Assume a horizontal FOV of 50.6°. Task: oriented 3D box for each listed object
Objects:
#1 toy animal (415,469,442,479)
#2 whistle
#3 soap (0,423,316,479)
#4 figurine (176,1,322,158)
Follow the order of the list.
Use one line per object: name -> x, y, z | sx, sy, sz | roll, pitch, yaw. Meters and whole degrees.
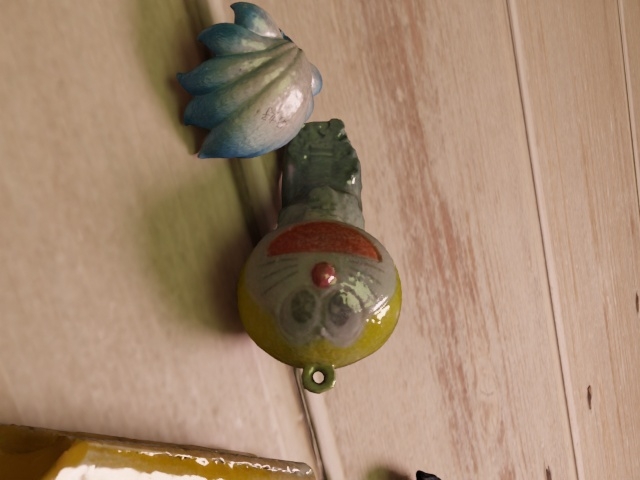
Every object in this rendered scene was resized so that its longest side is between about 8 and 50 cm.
toy animal -> 0.129, 0.334, 0.653 | 0.179, 0.116, 0.218 | 17, 70, -50
whistle -> 0.000, 0.000, 0.499 | 0.123, 0.123, 0.223 | 31, 52, -47
soap -> -0.113, 0.191, 0.374 | 0.257, 0.080, 0.160 | 29, 65, -48
figurine -> -0.052, -0.099, 0.475 | 0.114, 0.079, 0.114 | -28, 143, -24
